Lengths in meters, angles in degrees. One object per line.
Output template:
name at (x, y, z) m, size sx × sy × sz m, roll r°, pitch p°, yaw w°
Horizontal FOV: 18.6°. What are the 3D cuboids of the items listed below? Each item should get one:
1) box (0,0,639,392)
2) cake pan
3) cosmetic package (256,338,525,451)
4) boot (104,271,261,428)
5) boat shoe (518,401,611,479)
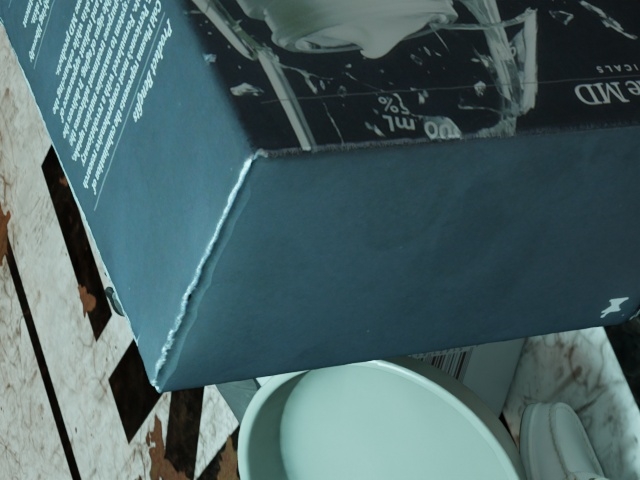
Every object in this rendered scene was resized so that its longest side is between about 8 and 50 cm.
box at (0.027, -0.164, 1.651) m, size 0.471 × 0.480 × 0.297 m, roll 64°, pitch 146°, yaw 31°
cake pan at (0.064, 0.222, 1.779) m, size 0.293 × 0.054 × 0.293 m, roll 14°, pitch 122°, yaw 23°
cosmetic package at (0.000, 0.000, 2.011) m, size 0.453 × 0.230 × 0.161 m, roll 51°, pitch 138°, yaw 43°
boot at (-0.124, 0.110, 2.215) m, size 0.223 × 0.118 × 0.338 m, roll 23°, pitch 147°, yaw 16°
boat shoe at (0.257, 0.258, 1.751) m, size 0.096 × 0.098 × 0.277 m, roll -34°, pitch 55°, yaw 31°
